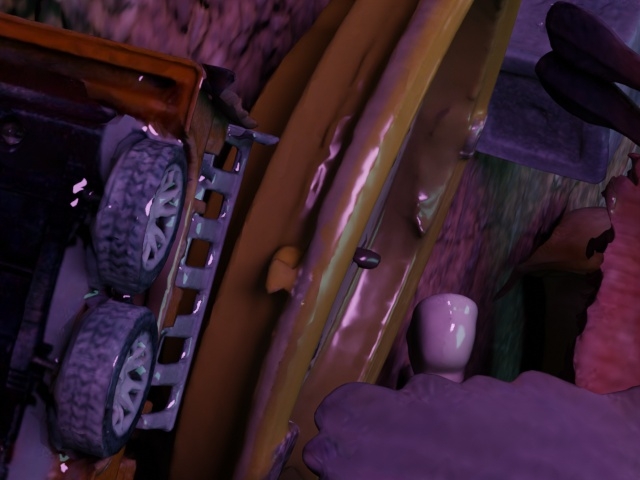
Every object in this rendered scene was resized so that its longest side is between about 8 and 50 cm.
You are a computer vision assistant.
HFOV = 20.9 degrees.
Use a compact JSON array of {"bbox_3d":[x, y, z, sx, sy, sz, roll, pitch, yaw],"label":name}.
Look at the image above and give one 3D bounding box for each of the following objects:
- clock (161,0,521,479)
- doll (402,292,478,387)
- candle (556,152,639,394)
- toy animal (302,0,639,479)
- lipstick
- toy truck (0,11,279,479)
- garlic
[{"bbox_3d":[0.000,0.000,0.539,0.237,0.057,0.237,22,90,-81],"label":"clock"},{"bbox_3d":[0.033,0.145,0.721,0.183,0.085,0.217,91,15,-72],"label":"doll"},{"bbox_3d":[0.159,0.103,0.784,0.317,0.131,0.287,-57,157,-72],"label":"candle"},{"bbox_3d":[0.153,0.082,0.567,0.284,0.302,0.225,-55,163,-34],"label":"toy animal"},{"bbox_3d":[0.161,-0.162,0.840,0.317,0.066,0.068,-58,155,-36],"label":"lipstick"},{"bbox_3d":[-0.071,0.045,0.387,0.115,0.080,0.177,22,84,-80],"label":"toy truck"},{"bbox_3d":[0.171,0.042,0.999,0.206,0.128,0.115,73,16,-47],"label":"garlic"}]
